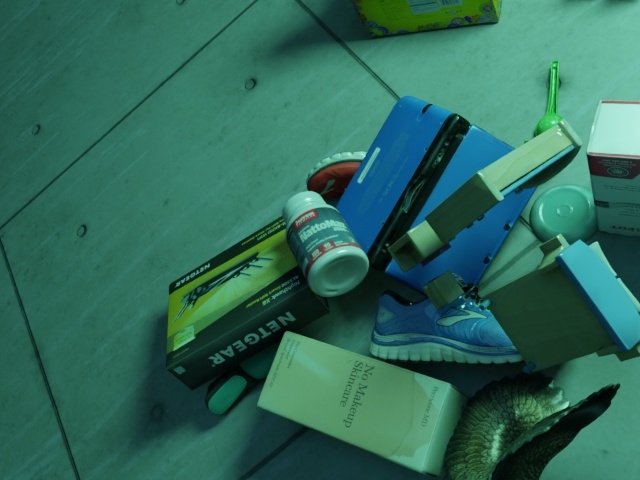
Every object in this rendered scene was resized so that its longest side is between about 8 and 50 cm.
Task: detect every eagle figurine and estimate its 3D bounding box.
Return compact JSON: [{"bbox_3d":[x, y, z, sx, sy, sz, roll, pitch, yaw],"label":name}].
[{"bbox_3d":[0.274,0.318,0.953,0.226,0.225,0.298,10,81,36],"label":"eagle figurine"}]

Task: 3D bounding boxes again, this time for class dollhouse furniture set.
[{"bbox_3d":[0.309,0.040,0.969,0.198,0.286,0.303,-30,81,-31],"label":"dollhouse furniture set"}]

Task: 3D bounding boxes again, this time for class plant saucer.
[{"bbox_3d":[0.415,-0.047,1.153,0.119,0.021,0.119,-11,63,23],"label":"plant saucer"}]

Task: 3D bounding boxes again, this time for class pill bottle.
[{"bbox_3d":[0.000,0.000,1.171,0.108,0.108,0.180,-37,48,7],"label":"pill bottle"}]

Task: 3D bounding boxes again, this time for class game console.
[{"bbox_3d":[0.192,-0.071,1.204,0.293,0.173,0.250,-60,37,8],"label":"game console"}]

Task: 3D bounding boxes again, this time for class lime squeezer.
[{"bbox_3d":[0.394,-0.203,1.196,0.059,0.110,0.310,-17,28,38],"label":"lime squeezer"}]

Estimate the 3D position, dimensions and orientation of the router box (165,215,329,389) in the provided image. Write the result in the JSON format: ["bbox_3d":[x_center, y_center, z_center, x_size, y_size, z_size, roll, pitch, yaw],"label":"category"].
[{"bbox_3d":[-0.147,0.108,1.289,0.309,0.081,0.243,-31,35,11],"label":"router box"}]

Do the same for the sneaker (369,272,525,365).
[{"bbox_3d":[0.238,0.123,1.074,0.330,0.130,0.147,-1,83,20],"label":"sneaker"}]

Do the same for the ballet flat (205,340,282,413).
[{"bbox_3d":[-0.140,0.242,1.279,0.203,0.074,0.074,-43,55,9],"label":"ballet flat"}]

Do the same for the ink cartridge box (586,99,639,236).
[{"bbox_3d":[0.500,-0.096,1.001,0.172,0.237,0.100,9,68,31],"label":"ink cartridge box"}]

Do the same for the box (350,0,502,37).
[{"bbox_3d":[0.230,-0.607,1.423,0.290,0.177,0.279,1,66,28],"label":"box"}]

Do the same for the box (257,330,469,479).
[{"bbox_3d":[0.068,0.267,1.122,0.311,0.121,0.147,11,73,31],"label":"box"}]

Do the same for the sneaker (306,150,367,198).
[{"bbox_3d":[0.096,-0.105,1.300,0.279,0.107,0.118,-8,69,25],"label":"sneaker"}]
